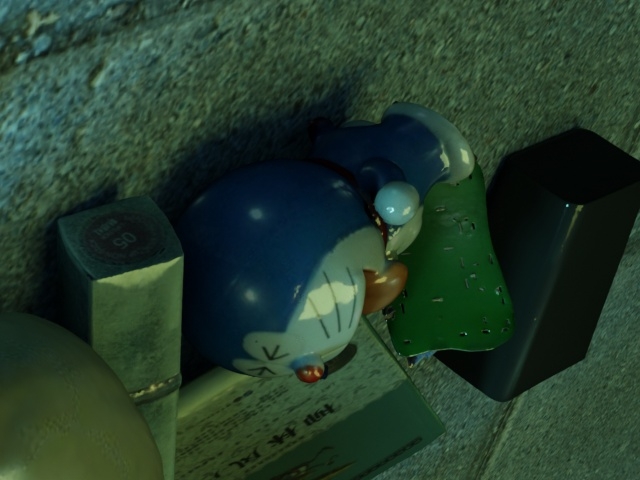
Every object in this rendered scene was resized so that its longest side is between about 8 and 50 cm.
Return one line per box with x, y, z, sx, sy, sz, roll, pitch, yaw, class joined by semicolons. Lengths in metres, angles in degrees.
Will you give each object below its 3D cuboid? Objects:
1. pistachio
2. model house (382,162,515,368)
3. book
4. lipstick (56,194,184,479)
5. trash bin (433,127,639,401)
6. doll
-0.203;0.159;1.194;0.207;0.226;0.332;-5;150;-3;pistachio
0.084;0.025;1.604;0.117;0.167;0.088;-8;167;-21;model house
-0.041;0.174;1.623;0.264;0.031;0.379;-31;155;3;book
-0.143;0.101;1.341;0.076;0.077;0.290;-16;138;-23;lipstick
0.214;0.019;1.856;0.165;0.115;0.225;-21;138;-47;trash bin
0.000;0.000;1.394;0.257;0.161;0.215;-38;180;-34;doll
